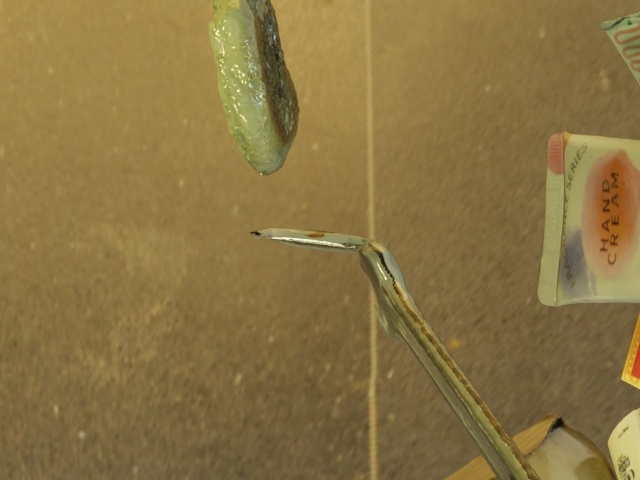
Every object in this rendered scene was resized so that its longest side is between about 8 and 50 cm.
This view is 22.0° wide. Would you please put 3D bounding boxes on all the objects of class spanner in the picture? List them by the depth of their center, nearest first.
[{"bbox_3d":[0.078,0.089,0.827,0.017,0.071,0.302,-22,32,-8],"label":"spanner"}]

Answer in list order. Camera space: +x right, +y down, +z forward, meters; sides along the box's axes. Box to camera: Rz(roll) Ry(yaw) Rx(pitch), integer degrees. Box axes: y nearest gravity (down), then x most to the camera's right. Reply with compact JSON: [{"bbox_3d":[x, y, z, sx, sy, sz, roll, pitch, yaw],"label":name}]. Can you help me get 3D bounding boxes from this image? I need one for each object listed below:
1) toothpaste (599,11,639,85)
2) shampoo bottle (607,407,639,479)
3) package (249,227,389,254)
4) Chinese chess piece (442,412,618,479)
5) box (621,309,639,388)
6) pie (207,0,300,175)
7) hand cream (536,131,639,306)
[{"bbox_3d":[0.329,-0.123,1.512,0.205,0.056,0.036,55,47,-20],"label":"toothpaste"},{"bbox_3d":[0.217,0.173,1.045,0.034,0.049,0.141,23,40,-30],"label":"shampoo bottle"},{"bbox_3d":[0.000,0.000,1.292,0.110,0.037,0.015,6,90,5],"label":"package"},{"bbox_3d":[0.094,0.225,1.129,0.257,0.257,0.104,-31,84,-20],"label":"Chinese chess piece"},{"bbox_3d":[0.391,0.099,1.457,0.074,0.153,0.239,-4,21,-39],"label":"box"},{"bbox_3d":[-0.055,-0.149,1.422,0.041,0.187,0.187,-9,66,11],"label":"pie"},{"bbox_3d":[0.229,-0.011,1.023,0.077,0.340,0.124,2,91,-26],"label":"hand cream"}]
